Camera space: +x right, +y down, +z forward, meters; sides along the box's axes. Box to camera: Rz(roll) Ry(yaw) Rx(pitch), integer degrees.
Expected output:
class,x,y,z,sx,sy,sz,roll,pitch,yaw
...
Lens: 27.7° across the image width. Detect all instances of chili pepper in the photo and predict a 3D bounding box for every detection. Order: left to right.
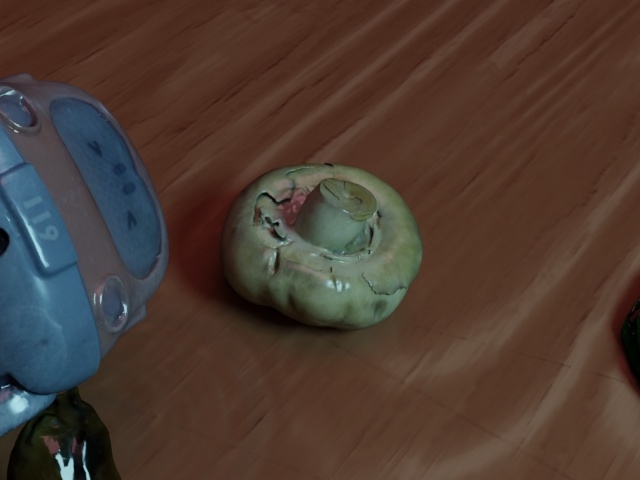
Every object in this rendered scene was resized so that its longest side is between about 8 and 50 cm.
class,x,y,z,sx,sy,sz,roll,pitch,yaw
chili pepper,0.296,0.062,1.066,0.073,0.050,0.182,36,48,13

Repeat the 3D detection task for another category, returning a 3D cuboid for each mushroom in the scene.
class,x,y,z,sx,sy,sz,roll,pitch,yaw
mushroom,0.000,0.000,0.992,0.154,0.122,0.154,8,49,-10

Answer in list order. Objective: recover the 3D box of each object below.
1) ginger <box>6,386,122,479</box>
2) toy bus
class,x,y,z,sx,sy,sz,roll,pitch,yaw
ginger,-0.145,0.240,0.695,0.133,0.107,0.309,23,45,-10
toy bus,-0.221,0.008,0.806,0.232,0.294,0.197,-33,99,-52
